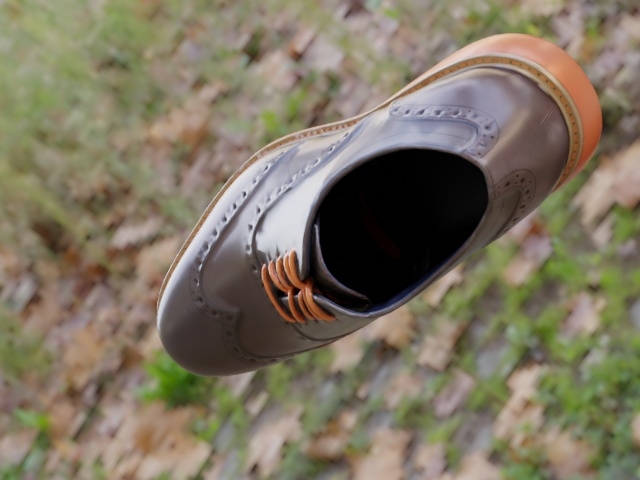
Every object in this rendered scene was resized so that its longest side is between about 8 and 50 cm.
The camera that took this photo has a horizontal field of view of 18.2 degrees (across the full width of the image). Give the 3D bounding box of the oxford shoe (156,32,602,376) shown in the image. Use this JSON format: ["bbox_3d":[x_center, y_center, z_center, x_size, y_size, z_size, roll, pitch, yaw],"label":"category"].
[{"bbox_3d":[0.000,0.000,0.896,0.271,0.097,0.098,-37,5,41],"label":"oxford shoe"}]
